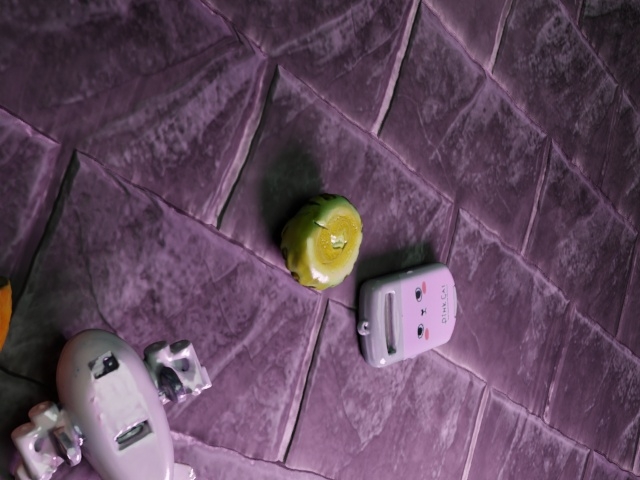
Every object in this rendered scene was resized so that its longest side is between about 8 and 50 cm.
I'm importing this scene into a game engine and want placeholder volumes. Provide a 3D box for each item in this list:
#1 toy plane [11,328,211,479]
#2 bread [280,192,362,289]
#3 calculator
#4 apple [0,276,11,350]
[{"bbox_3d":[-0.227,0.207,1.162,0.245,0.117,0.244,-7,102,-31],"label":"toy plane"},{"bbox_3d":[0.000,0.000,1.443,0.130,0.071,0.139,40,65,-41],"label":"bread"},{"bbox_3d":[0.136,0.115,1.640,0.246,0.045,0.141,-11,101,-49],"label":"calculator"},{"bbox_3d":[-0.425,0.110,0.879,0.346,0.179,0.254,-10,140,-49],"label":"apple"}]
